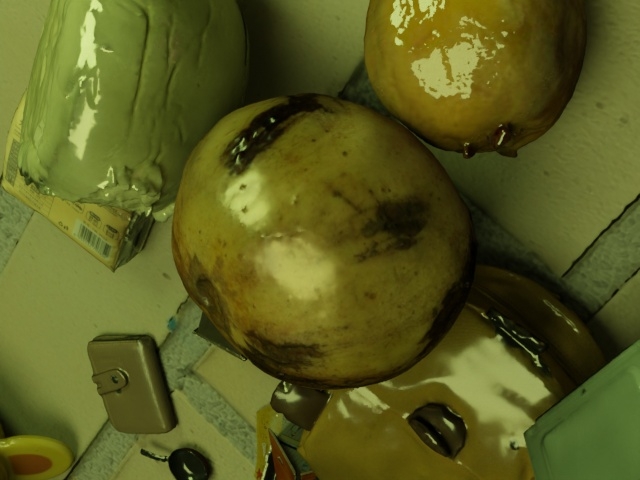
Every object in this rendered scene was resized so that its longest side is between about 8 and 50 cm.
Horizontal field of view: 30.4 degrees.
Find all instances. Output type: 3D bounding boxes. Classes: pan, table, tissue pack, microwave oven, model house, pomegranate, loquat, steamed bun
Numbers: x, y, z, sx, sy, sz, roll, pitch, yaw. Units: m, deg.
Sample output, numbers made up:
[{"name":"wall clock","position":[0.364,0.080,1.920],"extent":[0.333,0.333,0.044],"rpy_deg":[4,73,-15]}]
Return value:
[{"name":"pan","position":[-0.210,0.322,1.723],"extent":[0.115,0.023,0.068],"rpy_deg":[18,121,20]},{"name":"table","position":[-0.106,0.094,1.531],"extent":[0.083,0.070,0.082],"rpy_deg":[27,119,19]},{"name":"tissue pack","position":[-0.314,-0.089,1.557],"extent":[0.222,0.090,0.186],"rpy_deg":[36,127,13]},{"name":"microwave oven","position":[0.385,0.223,1.152],"extent":[0.295,0.181,0.237],"rpy_deg":[17,134,-29]},{"name":"model house","position":[-0.031,0.341,1.556],"extent":[0.207,0.136,0.219],"rpy_deg":[19,120,20]},{"name":"pomegranate","position":[0.000,0.000,1.187],"extent":[0.322,0.322,0.322],"rpy_deg":[13,117,26]},{"name":"loquat","position":[0.153,-0.200,1.168],"extent":[0.238,0.193,0.238],"rpy_deg":[0,90,21]},{"name":"steamed bun","position":[-0.196,-0.183,1.323],"extent":[0.233,0.334,0.312],"rpy_deg":[13,103,-23]}]

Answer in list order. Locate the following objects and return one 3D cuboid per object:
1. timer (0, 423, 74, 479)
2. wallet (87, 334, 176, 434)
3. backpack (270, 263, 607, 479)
[{"name":"timer","position":[-0.616,0.367,1.823],"extent":[0.387,0.376,0.376],"rpy_deg":[23,136,-33]},{"name":"wallet","position":[-0.276,0.209,1.703],"extent":[0.118,0.039,0.153],"rpy_deg":[-5,110,30]},{"name":"backpack","position":[0.145,0.202,1.351],"extent":[0.353,0.201,0.378],"rpy_deg":[35,123,12]}]
